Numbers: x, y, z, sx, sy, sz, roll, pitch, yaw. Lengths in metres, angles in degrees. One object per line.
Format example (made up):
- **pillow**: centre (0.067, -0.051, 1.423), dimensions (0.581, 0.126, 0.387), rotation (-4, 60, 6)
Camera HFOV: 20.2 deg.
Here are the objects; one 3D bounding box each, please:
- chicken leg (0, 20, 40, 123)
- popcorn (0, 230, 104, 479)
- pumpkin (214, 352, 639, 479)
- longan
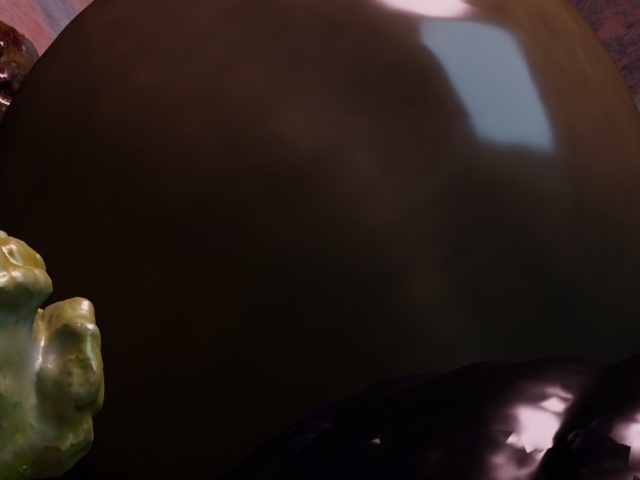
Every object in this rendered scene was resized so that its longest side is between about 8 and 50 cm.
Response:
- **chicken leg**: centre (-0.190, -0.052, 0.805), dimensions (0.125, 0.080, 0.196), rotation (38, 25, -15)
- **popcorn**: centre (-0.142, 0.046, 0.559), dimensions (0.135, 0.141, 0.162), rotation (32, 29, -20)
- **pumpkin**: centre (0.100, 0.189, 0.559), dimensions (0.363, 0.363, 0.266), rotation (42, 59, -37)
- **longan**: centre (0.000, 0.000, 0.800), dimensions (0.319, 0.319, 0.319), rotation (48, 14, -16)
